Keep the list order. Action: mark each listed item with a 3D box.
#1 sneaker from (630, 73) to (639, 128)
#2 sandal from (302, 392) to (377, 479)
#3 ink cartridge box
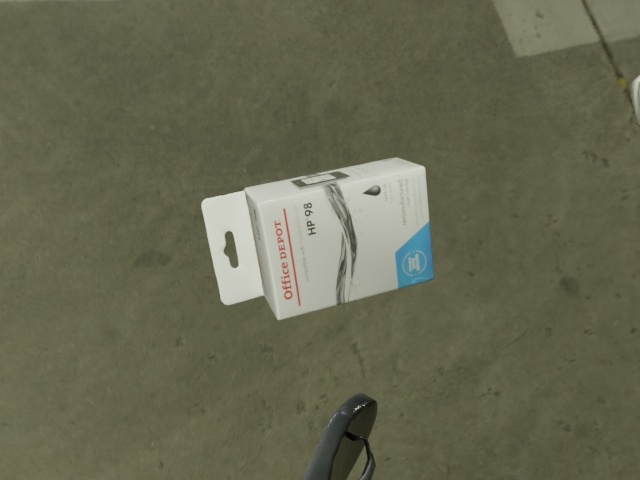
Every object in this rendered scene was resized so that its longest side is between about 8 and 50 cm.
[{"bbox_3d":[0.288,-0.088,0.402,0.170,0.068,0.071,-8,91,-3],"label":"sneaker"},{"bbox_3d":[0.005,0.254,0.547,0.054,0.097,0.254,15,44,19],"label":"sandal"},{"bbox_3d":[0.000,0.000,0.512,0.180,0.060,0.104,-14,110,-14],"label":"ink cartridge box"}]
